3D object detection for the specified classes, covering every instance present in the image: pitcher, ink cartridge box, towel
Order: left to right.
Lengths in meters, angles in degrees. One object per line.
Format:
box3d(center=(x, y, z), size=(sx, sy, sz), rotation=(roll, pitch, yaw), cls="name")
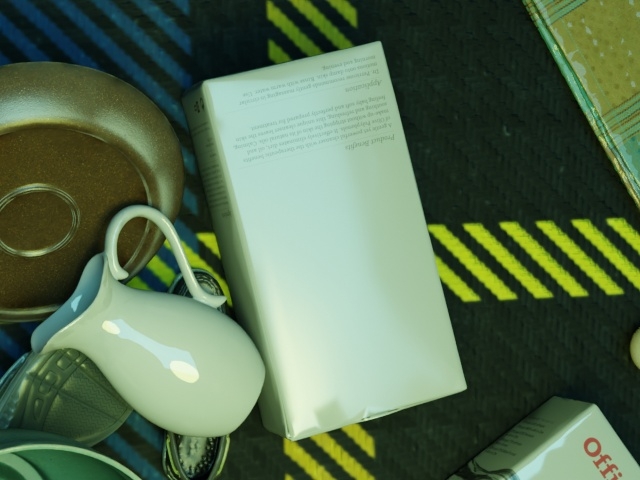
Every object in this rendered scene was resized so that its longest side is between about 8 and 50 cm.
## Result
box3d(center=(-0.146, 0.081, 1.742), size=(0.207, 0.125, 0.178), rotation=(32, 84, -21), cls="pitcher")
box3d(center=(0.214, 0.343, 1.902), size=(0.307, 0.129, 0.223), rotation=(-37, 97, -12), cls="ink cartridge box")
box3d(center=(0.392, -0.218, 2.006), size=(0.271, 0.040, 0.370), rotation=(-31, 94, -13), cls="towel")

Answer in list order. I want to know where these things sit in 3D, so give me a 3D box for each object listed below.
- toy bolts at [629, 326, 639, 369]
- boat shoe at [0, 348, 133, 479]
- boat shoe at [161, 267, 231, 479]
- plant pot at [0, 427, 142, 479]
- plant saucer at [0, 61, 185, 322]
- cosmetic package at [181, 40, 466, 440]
box3d(center=(0.435, 0.160, 1.937), size=(0.158, 0.218, 0.228), rotation=(-18, 75, -7), cls="toy bolts")
box3d(center=(-0.287, 0.180, 1.800), size=(0.118, 0.103, 0.320), rotation=(43, 78, -27), cls="boat shoe")
box3d(center=(-0.122, 0.142, 1.854), size=(0.081, 0.068, 0.228), rotation=(1, 89, -14), cls="boat shoe")
box3d(center=(-0.294, 0.294, 1.647), size=(0.293, 0.196, 0.293), rotation=(-7, 106, -24), cls="plant pot")
box3d(center=(-0.276, -0.029, 1.732), size=(0.310, 0.050, 0.311), rotation=(-10, 131, -12), cls="plant saucer")
box3d(center=(0.000, 0.000, 1.844), size=(0.197, 0.155, 0.366), rotation=(-13, 93, -13), cls="cosmetic package")
